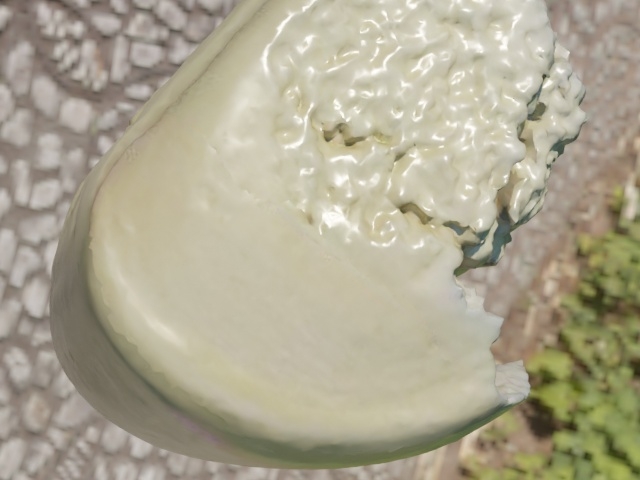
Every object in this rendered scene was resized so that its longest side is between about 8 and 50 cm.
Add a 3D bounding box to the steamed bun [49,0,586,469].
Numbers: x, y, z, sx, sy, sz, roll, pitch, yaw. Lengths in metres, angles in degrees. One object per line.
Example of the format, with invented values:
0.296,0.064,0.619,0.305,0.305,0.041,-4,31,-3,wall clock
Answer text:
0.000,0.000,0.650,0.170,0.225,0.200,37,76,-8,steamed bun
